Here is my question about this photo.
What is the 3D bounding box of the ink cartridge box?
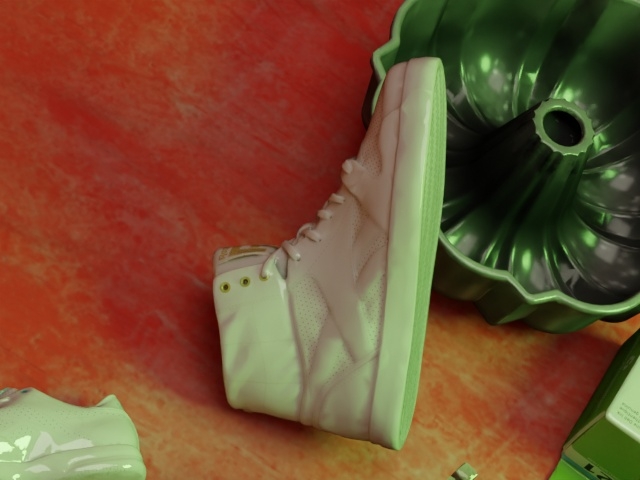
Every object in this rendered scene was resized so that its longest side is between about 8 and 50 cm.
[{"bbox_3d":[0.279,0.205,1.535,0.189,0.097,0.255,36,57,1],"label":"ink cartridge box"}]

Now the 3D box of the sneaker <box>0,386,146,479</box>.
[{"bbox_3d":[-0.235,0.145,1.409,0.212,0.080,0.094,2,51,-26],"label":"sneaker"}]

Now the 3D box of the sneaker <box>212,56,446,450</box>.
[{"bbox_3d":[0.000,0.000,1.462,0.169,0.108,0.292,10,97,13],"label":"sneaker"}]

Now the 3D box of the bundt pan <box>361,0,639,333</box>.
[{"bbox_3d":[0.176,-0.064,1.625,0.331,0.124,0.331,9,61,-16],"label":"bundt pan"}]

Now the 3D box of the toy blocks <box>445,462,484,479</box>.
[{"bbox_3d":[0.035,0.270,1.318,0.381,0.261,0.191,-38,80,-31],"label":"toy blocks"}]
